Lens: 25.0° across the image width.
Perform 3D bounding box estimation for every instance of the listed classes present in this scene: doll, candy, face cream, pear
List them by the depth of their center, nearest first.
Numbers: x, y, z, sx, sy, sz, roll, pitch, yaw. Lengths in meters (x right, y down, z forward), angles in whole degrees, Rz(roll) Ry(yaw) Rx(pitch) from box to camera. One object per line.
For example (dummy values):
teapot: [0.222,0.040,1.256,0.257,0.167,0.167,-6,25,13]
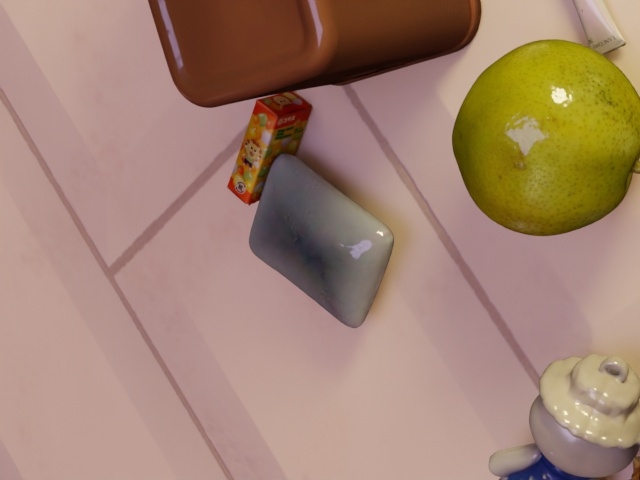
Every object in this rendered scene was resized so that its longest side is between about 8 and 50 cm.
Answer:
pear: [0.230,-0.085,1.316,0.216,0.166,0.180,21,106,10]
face cream: [0.246,-0.226,1.334,0.038,0.020,0.115,-22,92,42]
doll: [0.242,0.222,1.432,0.138,0.119,0.293,32,129,20]
candy: [0.000,0.000,1.588,0.174,0.071,0.138,38,128,26]
candy: [-0.058,-0.103,1.611,0.038,0.062,0.122,38,126,25]

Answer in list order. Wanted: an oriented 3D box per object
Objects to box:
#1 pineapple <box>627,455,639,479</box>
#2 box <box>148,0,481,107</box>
pineapple: [0.375,0.118,1.268,0.165,0.165,0.364,24,110,34]
box: [-0.034,-0.314,1.407,0.239,0.229,0.339,-11,97,43]
